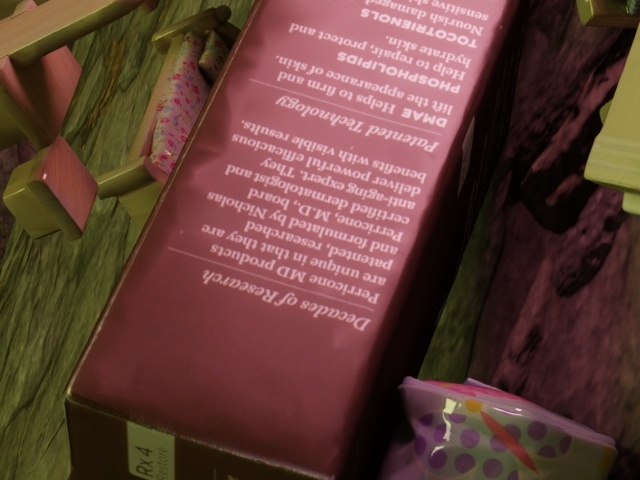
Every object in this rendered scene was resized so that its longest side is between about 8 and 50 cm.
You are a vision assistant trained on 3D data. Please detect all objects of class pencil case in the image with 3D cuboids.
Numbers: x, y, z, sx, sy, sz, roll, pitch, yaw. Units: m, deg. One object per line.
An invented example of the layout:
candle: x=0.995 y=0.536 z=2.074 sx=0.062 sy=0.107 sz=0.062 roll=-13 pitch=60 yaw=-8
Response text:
pencil case: x=0.055 y=0.202 z=0.916 sx=0.124 sy=0.113 sz=0.273 roll=63 pitch=-136 yaw=-84

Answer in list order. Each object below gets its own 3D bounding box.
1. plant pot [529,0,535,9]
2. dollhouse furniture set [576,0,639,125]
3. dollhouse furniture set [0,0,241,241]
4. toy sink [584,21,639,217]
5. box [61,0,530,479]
plant pot: x=0.053 y=-0.265 z=1.241 sx=0.256 sy=0.256 sz=0.274 roll=-47 pitch=46 yaw=52
dollhouse furniture set: x=0.200 y=-0.089 z=0.795 sx=0.129 sy=0.129 sz=0.184 roll=-42 pitch=54 yaw=57
dollhouse furniture set: x=-0.043 y=-0.058 z=1.188 sx=0.173 sy=0.355 sz=0.303 roll=-22 pitch=30 yaw=23
toy sink: x=0.195 y=-0.043 z=0.676 sx=0.131 sy=0.152 sz=0.234 roll=-158 pitch=86 yaw=-73
box: x=0.000 y=0.000 z=1.019 sx=0.191 sy=0.143 sz=0.381 roll=95 pitch=-164 yaw=-54
